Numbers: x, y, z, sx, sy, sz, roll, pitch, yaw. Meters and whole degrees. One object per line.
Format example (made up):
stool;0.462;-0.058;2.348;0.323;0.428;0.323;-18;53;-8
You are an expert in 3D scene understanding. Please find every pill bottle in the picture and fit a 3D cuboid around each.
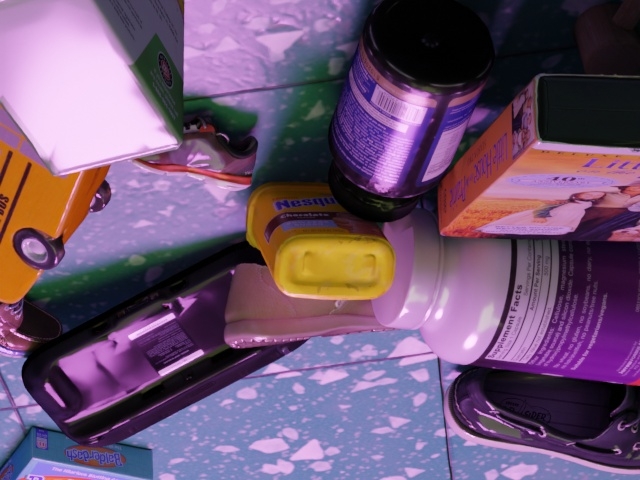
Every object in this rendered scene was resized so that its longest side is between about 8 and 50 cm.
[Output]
pill bottle;0.223;0.047;2.013;0.323;0.181;0.181;8;141;-18
pill bottle;0.076;-0.118;1.820;0.123;0.122;0.219;4;143;-14

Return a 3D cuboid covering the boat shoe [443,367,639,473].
boat shoe;0.320;0.187;2.263;0.340;0.127;0.113;10;153;-6

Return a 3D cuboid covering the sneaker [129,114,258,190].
sneaker;-0.133;-0.098;1.888;0.158;0.061;0.065;13;113;-25

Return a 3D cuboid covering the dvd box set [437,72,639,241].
dvd box set;0.290;-0.063;1.722;0.308;0.062;0.420;1;170;-8

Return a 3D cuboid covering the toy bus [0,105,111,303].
toy bus;-0.257;-0.081;1.807;0.130;0.108;0.332;32;138;2

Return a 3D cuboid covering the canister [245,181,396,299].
canister;0.000;0.000;1.919;0.126;0.170;0.073;2;108;-11

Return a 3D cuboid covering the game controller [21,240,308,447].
game controller;-0.161;0.114;2.111;0.319;0.067;0.166;-28;126;6

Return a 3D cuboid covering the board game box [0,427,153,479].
board game box;-0.322;0.314;2.404;0.160;0.047;0.210;14;138;-25

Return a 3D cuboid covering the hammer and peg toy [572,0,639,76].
hammer and peg toy;0.431;-0.190;1.769;0.361;0.127;0.266;2;143;-11

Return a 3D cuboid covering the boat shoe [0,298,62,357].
boat shoe;-0.346;0.072;2.060;0.183;0.066;0.066;20;135;-31

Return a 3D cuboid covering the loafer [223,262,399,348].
loafer;0.009;0.056;2.038;0.102;0.092;0.268;-8;178;43

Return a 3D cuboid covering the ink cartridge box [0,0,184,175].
ink cartridge box;-0.192;-0.225;1.510;0.117;0.278;0.201;-13;143;14
